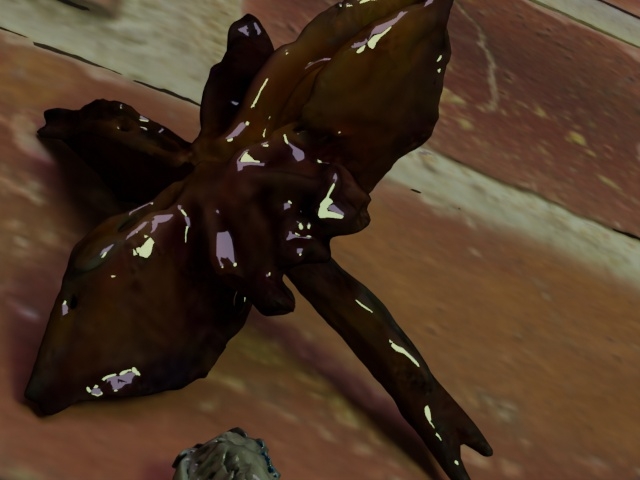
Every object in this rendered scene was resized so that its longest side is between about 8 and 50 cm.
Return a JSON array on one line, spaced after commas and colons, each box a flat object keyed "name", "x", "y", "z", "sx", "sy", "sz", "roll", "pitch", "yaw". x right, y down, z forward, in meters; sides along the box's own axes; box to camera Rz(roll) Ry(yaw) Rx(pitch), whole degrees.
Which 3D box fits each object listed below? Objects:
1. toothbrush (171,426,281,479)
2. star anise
[{"name": "toothbrush", "x": 0.033, "y": 0.159, "z": 0.351, "sx": 0.026, "sy": 0.028, "sz": 0.294, "roll": -2, "pitch": 49, "yaw": -39}, {"name": "star anise", "x": -0.004, "y": 0.008, "z": 0.496, "sx": 0.144, "sy": 0.158, "sz": 0.140, "roll": 49, "pitch": 27, "yaw": -39}]
